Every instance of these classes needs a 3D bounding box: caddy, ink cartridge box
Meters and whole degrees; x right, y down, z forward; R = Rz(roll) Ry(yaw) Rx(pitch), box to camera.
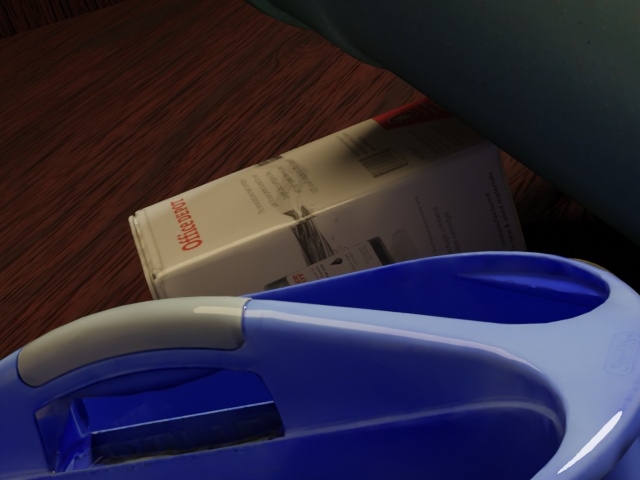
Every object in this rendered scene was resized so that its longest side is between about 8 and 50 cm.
[{"bbox_3d":[-0.037,0.102,0.544,0.341,0.179,0.241,-12,20,24],"label":"caddy"},{"bbox_3d":[0.000,0.000,0.947,0.218,0.092,0.158,-20,17,-5],"label":"ink cartridge box"}]

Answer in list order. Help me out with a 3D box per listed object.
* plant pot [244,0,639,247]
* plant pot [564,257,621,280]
[{"bbox_3d":[0.159,-0.173,0.794,0.341,0.341,0.334,-28,52,-22],"label":"plant pot"},{"bbox_3d":[0.102,0.049,0.730,0.083,0.083,0.079,-24,6,-12],"label":"plant pot"}]
